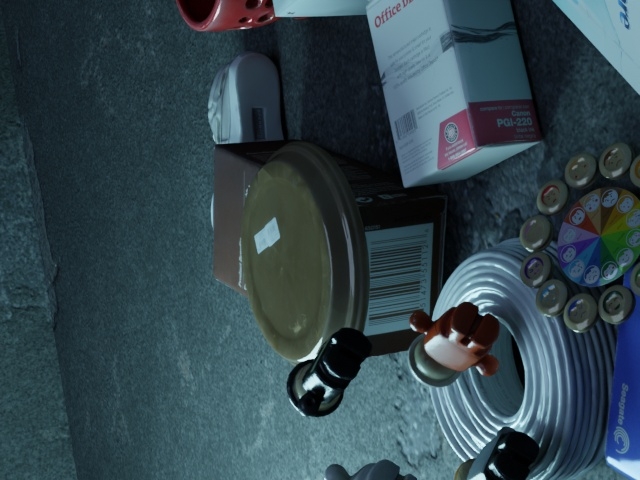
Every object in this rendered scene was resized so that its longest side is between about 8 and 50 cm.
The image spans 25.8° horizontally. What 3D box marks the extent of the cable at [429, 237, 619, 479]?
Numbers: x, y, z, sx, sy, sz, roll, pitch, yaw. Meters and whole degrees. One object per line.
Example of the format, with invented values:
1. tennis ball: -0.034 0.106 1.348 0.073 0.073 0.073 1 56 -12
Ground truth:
1. cable: 0.206 0.125 1.441 0.257 0.089 0.257 21 114 59

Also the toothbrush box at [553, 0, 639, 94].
1. toothbrush box: 0.244 -0.280 1.151 0.295 0.126 0.216 60 176 40

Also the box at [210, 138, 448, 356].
1. box: 0.000 0.000 1.755 0.381 0.143 0.191 26 119 56

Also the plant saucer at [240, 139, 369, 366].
1. plant saucer: -0.027 0.023 1.625 0.278 0.041 0.278 23 116 60

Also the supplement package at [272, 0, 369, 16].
1. supplement package: 0.034 -0.383 1.592 0.194 0.149 0.203 -24 75 61

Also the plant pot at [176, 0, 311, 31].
1. plant pot: -0.085 -0.366 1.795 0.191 0.174 0.191 21 114 59

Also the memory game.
1. memory game: 0.260 -0.006 1.304 0.186 0.012 0.186 -23 56 39

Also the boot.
1. boot: -0.107 -0.134 1.993 0.123 0.095 0.258 175 97 -68

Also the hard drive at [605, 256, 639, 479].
1. hard drive: 0.369 0.158 1.193 0.318 0.040 0.210 29 121 57

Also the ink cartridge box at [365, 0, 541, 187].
1. ink cartridge box: 0.138 -0.184 1.502 0.158 0.092 0.218 -27 73 60

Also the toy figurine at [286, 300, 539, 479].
1. toy figurine: 0.087 0.178 1.363 0.148 0.213 0.209 126 128 -63
